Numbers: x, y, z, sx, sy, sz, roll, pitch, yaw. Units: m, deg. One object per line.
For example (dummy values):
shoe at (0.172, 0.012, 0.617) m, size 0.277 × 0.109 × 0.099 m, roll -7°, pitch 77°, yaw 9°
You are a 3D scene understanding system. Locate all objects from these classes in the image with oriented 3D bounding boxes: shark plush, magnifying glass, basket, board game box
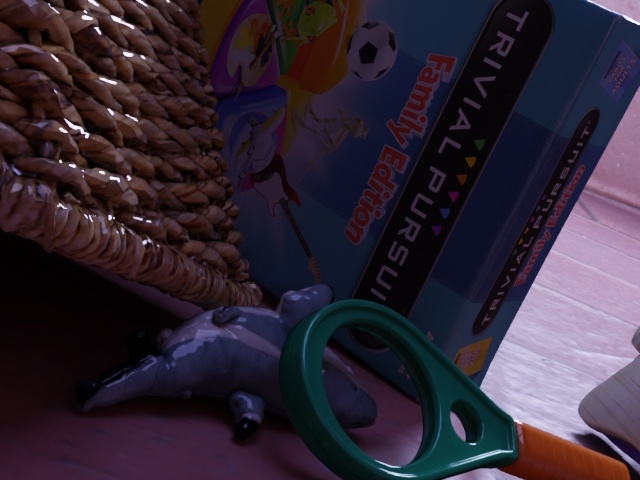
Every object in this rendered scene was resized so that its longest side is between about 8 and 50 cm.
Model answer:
shark plush at (-0.037, 0.061, 0.519) m, size 0.161 × 0.073 × 0.067 m, roll 15°, pitch 44°, yaw -55°
magnifying glass at (0.075, 0.096, 0.560) m, size 0.231 × 0.026 × 0.092 m, roll 23°, pitch 49°, yaw -30°
basket at (-0.175, -0.060, 0.520) m, size 0.214 × 0.223 × 0.299 m, roll -12°, pitch -10°, yaw 8°
board game box at (0.013, -0.092, 0.742) m, size 0.336 × 0.253 × 0.079 m, roll 34°, pitch 18°, yaw 31°

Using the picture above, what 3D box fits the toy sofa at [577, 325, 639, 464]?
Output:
toy sofa at (0.307, 0.149, 0.622) m, size 0.150 × 0.177 × 0.362 m, roll 45°, pitch 5°, yaw -18°
